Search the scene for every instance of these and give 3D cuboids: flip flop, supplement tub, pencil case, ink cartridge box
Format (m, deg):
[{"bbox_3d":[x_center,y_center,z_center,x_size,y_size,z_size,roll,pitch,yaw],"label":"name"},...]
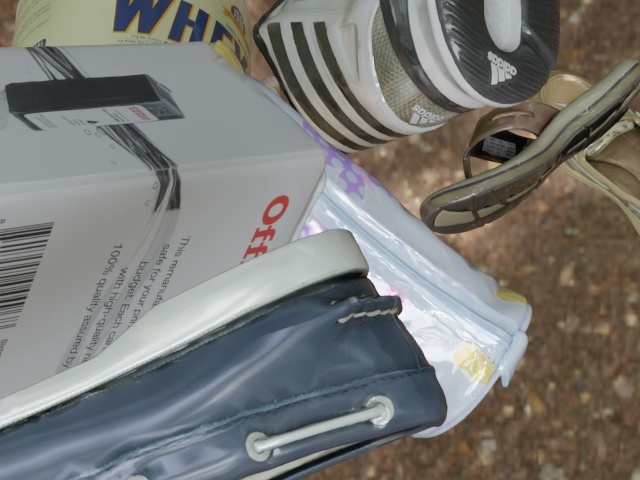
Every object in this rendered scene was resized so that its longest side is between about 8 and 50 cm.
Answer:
[{"bbox_3d":[0.195,-0.099,1.426,0.277,0.112,0.080,-38,78,-17],"label":"flip flop"},{"bbox_3d":[-0.181,-0.146,1.433,0.235,0.235,0.325,-6,47,3],"label":"supplement tub"},{"bbox_3d":[0.000,0.000,0.916,0.273,0.124,0.113,41,48,-9],"label":"pencil case"},{"bbox_3d":[-0.153,0.015,0.727,0.273,0.197,0.114,-9,46,-47],"label":"ink cartridge box"}]

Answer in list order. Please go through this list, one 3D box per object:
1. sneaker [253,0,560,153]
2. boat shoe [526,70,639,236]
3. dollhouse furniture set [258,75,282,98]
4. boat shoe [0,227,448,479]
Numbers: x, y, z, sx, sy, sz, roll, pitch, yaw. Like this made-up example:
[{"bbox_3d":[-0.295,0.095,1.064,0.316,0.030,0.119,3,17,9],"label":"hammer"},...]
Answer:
[{"bbox_3d":[0.052,-0.271,1.171,0.257,0.169,0.447,-20,52,43],"label":"sneaker"},{"bbox_3d":[0.343,-0.091,1.665,0.104,0.089,0.285,-42,77,-11],"label":"boat shoe"},{"bbox_3d":[-0.211,-0.084,1.931,0.303,0.355,0.174,-23,60,-15],"label":"dollhouse furniture set"},{"bbox_3d":[-0.080,0.090,0.478,0.254,0.095,0.079,-29,76,-8],"label":"boat shoe"}]
